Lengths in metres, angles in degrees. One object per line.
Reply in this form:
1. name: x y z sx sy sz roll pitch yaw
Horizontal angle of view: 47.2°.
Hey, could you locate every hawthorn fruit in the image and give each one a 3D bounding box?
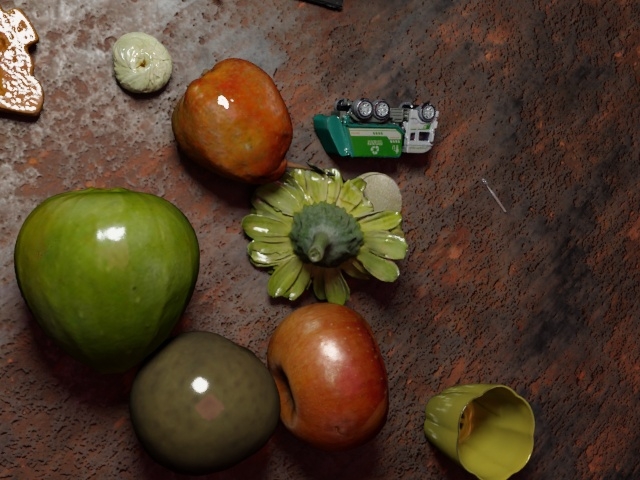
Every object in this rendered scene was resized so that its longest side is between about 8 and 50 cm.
1. hawthorn fruit: -0.136 -0.195 1.335 0.262 0.210 0.210 42 73 -10

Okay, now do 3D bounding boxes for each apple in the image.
1. apple: 0.013 0.254 1.364 0.206 0.251 0.272 -10 104 -16

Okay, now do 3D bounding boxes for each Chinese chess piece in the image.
1. Chinese chess piece: 0.110 -0.081 1.524 0.122 0.051 0.122 2 86 -25

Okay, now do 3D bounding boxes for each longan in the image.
1. longan: -0.201 0.279 1.276 0.257 0.258 0.258 1 88 -23

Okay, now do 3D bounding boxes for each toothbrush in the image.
1. toothbrush: 0.396 -0.102 1.668 0.006 0.008 0.097 -39 104 -5

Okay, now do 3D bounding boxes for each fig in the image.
1. fig: -0.343 0.068 1.202 0.316 0.316 0.316 1 88 -23

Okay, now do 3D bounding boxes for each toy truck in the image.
1. toy truck: 0.114 -0.233 1.502 0.253 0.114 0.124 0 101 -23

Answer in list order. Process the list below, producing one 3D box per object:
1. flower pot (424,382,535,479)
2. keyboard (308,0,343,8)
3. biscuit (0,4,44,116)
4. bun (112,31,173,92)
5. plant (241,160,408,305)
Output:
1. flower pot: 0.313 0.386 1.522 0.195 0.179 0.195 1 88 -25
2. keyboard: -0.058 -0.528 1.485 0.231 0.023 0.072 8 78 -23
3. biscuit: -0.625 -0.301 1.223 0.306 0.043 0.284 -31 101 -19
4. bun: -0.325 -0.327 1.337 0.115 0.069 0.115 2 86 -24
5. plant: -0.002 -0.033 1.383 0.305 0.297 0.261 -12 67 9
